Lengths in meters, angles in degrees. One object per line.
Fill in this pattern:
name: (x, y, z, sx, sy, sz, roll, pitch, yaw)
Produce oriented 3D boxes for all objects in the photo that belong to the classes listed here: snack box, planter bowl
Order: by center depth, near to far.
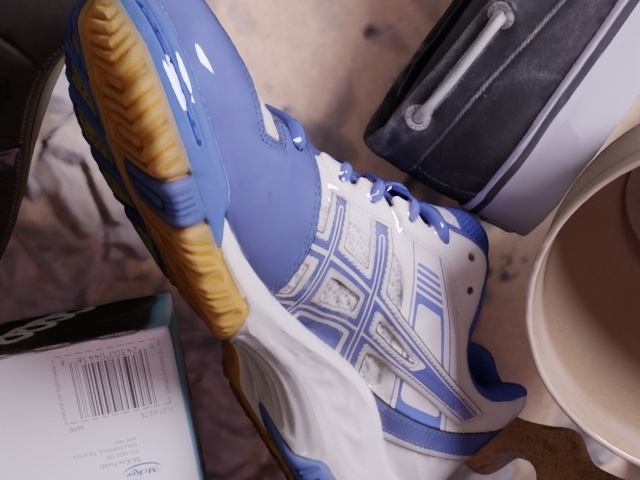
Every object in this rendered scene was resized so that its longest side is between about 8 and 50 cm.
planter bowl: (0.172, 0.007, 0.477, 0.162, 0.109, 0.162, 8, 122, 13)
snack box: (-0.211, 0.147, 0.535, 0.322, 0.060, 0.187, -10, 104, -6)

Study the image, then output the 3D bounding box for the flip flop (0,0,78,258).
flip flop: (-0.142, -0.094, 0.484, 0.112, 0.080, 0.277, 19, 115, -17)

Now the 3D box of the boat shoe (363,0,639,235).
boat shoe: (0.120, -0.152, 0.486, 0.105, 0.113, 0.306, 28, 114, -7)

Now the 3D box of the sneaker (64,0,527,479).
sneaker: (0.000, 0.000, 0.495, 0.131, 0.112, 0.296, -33, 129, -9)

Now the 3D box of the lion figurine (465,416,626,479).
lion figurine: (0.084, 0.205, 0.498, 0.142, 0.240, 0.392, 36, 96, -14)
